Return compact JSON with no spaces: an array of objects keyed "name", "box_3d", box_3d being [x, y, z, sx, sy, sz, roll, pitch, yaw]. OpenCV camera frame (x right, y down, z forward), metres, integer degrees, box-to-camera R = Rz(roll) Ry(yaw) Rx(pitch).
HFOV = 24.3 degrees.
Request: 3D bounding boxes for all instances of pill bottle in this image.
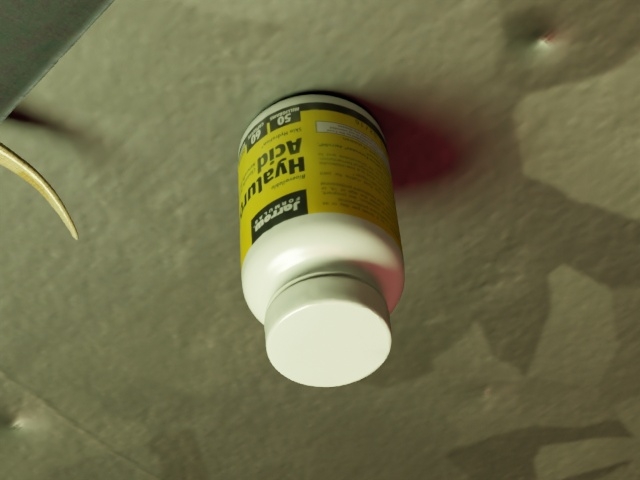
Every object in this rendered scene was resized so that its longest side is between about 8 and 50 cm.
[{"name":"pill bottle","box_3d":[0.000,0.000,0.596,0.065,0.116,0.065,-3,133,-3]}]

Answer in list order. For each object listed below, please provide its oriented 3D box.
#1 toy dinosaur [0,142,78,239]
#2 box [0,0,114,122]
[{"name":"toy dinosaur","box_3d":[-0.178,-0.058,0.584,0.183,0.053,0.093,12,147,-6]},{"name":"box","box_3d":[-0.185,-0.151,0.422,0.270,0.143,0.165,31,124,-30]}]
